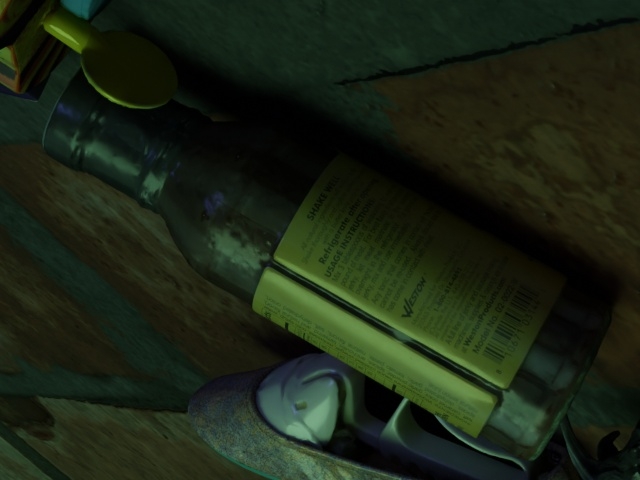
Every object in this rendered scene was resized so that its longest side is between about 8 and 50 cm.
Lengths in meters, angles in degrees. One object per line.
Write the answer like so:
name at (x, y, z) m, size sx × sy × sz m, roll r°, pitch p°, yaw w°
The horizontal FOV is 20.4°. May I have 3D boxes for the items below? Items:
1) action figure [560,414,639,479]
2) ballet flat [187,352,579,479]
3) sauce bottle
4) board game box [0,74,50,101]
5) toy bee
action figure at (0.254, 0.192, 1.066) m, size 0.275 × 0.141 × 0.164 m, roll 19°, pitch 155°, yaw 20°
ballet flat at (0.046, 0.134, 1.282) m, size 0.316 × 0.107 × 0.106 m, roll 17°, pitch 132°, yaw 20°
sauce bottle at (0.000, 0.000, 1.044) m, size 0.344 × 0.111 × 0.111 m, roll 31°, pitch 156°, yaw 7°
board game box at (-0.268, -0.150, 1.114) m, size 0.170 × 0.048 × 0.141 m, roll 16°, pitch 166°, yaw 33°
toy bee at (-0.171, -0.146, 0.911) m, size 0.195 × 0.162 × 0.298 m, roll 26°, pitch 155°, yaw 19°
